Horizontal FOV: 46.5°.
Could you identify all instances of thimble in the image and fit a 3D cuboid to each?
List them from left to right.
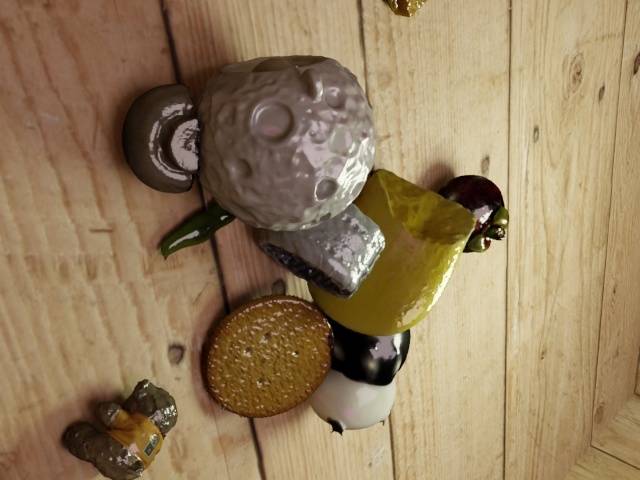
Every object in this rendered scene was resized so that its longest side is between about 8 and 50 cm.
[{"bbox_3d":[0.000,0.000,1.545,0.157,0.245,0.217,-59,175,-13],"label":"thimble"}]

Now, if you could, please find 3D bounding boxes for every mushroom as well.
[{"bbox_3d":[-0.275,-0.168,1.260,0.117,0.141,0.188,-9,110,-22],"label":"mushroom"}]

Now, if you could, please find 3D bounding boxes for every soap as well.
[{"bbox_3d":[0.156,0.020,1.692,0.427,0.306,0.115,-56,168,-26],"label":"soap"}]

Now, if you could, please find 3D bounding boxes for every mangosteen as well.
[{"bbox_3d":[0.406,-0.071,1.985,0.216,0.216,0.216,-21,120,-42],"label":"mangosteen"}]

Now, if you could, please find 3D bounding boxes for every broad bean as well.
[{"bbox_3d":[-0.196,-0.055,1.457,0.297,0.043,0.060,-44,122,-29],"label":"broad bean"}]

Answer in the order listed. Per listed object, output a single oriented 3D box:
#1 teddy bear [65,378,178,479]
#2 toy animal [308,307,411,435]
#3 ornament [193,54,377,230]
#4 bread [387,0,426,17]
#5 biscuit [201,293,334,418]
[{"bbox_3d":[-0.349,0.358,1.392,0.190,0.140,0.177,-56,135,-28],"label":"teddy bear"},{"bbox_3d":[0.085,0.298,1.774,0.251,0.251,0.310,-4,101,-47],"label":"toy animal"},{"bbox_3d":[-0.065,-0.171,1.333,0.337,0.337,0.337,-21,120,-42],"label":"ornament"},{"bbox_3d":[0.172,-0.627,1.606,0.139,0.077,0.271,-54,139,-23],"label":"bread"},{"bbox_3d":[-0.111,0.251,1.610,0.305,0.038,0.305,-9,114,-21],"label":"biscuit"}]
